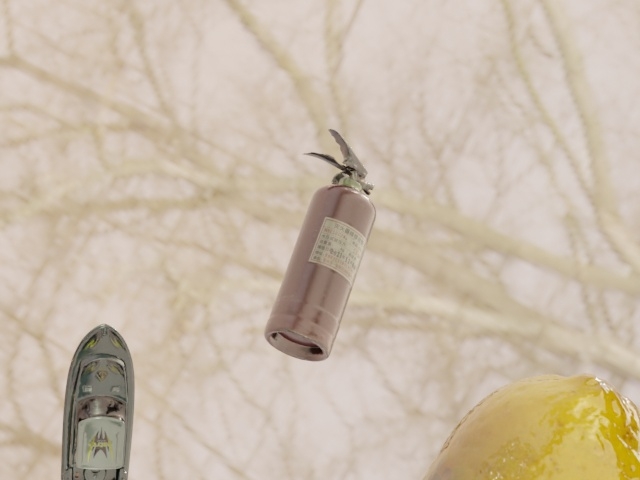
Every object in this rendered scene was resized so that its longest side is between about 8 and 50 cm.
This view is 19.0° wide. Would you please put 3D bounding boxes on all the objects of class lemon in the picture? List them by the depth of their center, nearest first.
[{"bbox_3d":[0.134,0.175,1.140,0.170,0.170,0.207,9,-72,-56],"label":"lemon"}]

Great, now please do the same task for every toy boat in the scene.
[{"bbox_3d":[-0.174,0.131,1.497,0.055,0.060,0.141,2,-75,-13],"label":"toy boat"}]

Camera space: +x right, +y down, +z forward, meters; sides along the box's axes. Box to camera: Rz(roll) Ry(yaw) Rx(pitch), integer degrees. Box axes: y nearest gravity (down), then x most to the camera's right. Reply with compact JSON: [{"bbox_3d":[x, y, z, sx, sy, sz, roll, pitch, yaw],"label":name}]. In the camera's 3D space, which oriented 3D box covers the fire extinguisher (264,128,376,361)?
[{"bbox_3d":[0.000,0.000,1.936,0.099,0.071,0.231,29,-114,-28],"label":"fire extinguisher"}]
